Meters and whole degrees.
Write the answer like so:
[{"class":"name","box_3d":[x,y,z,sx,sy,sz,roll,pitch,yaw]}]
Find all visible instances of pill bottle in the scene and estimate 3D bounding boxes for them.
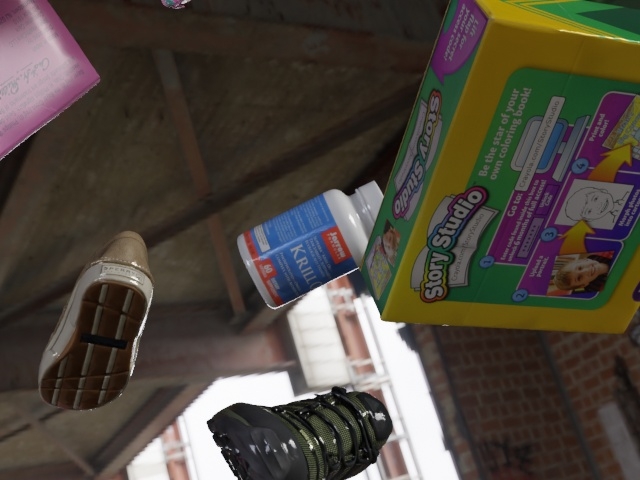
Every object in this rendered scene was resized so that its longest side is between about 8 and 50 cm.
[{"class":"pill bottle","box_3d":[0.000,0.000,1.437,0.221,0.124,0.124,-27,-24,3]}]

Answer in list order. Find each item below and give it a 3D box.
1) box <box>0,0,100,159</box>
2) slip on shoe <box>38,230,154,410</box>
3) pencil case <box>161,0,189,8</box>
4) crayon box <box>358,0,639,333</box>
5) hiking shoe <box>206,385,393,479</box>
[{"class":"box","box_3d":[-0.314,-0.072,0.666,0.243,0.117,0.213,-14,28,41]},{"class":"slip on shoe","box_3d":[-0.127,0.049,0.553,0.051,0.041,0.135,13,-45,-15]},{"class":"pencil case","box_3d":[-0.312,-0.549,1.738,0.124,0.284,0.124,-39,13,11]},{"class":"crayon box","box_3d":[0.243,-0.070,1.042,0.313,0.106,0.363,5,-55,-17]},{"class":"hiking shoe","box_3d":[-0.008,0.137,0.693,0.114,0.086,0.227,-31,-12,-6]}]
